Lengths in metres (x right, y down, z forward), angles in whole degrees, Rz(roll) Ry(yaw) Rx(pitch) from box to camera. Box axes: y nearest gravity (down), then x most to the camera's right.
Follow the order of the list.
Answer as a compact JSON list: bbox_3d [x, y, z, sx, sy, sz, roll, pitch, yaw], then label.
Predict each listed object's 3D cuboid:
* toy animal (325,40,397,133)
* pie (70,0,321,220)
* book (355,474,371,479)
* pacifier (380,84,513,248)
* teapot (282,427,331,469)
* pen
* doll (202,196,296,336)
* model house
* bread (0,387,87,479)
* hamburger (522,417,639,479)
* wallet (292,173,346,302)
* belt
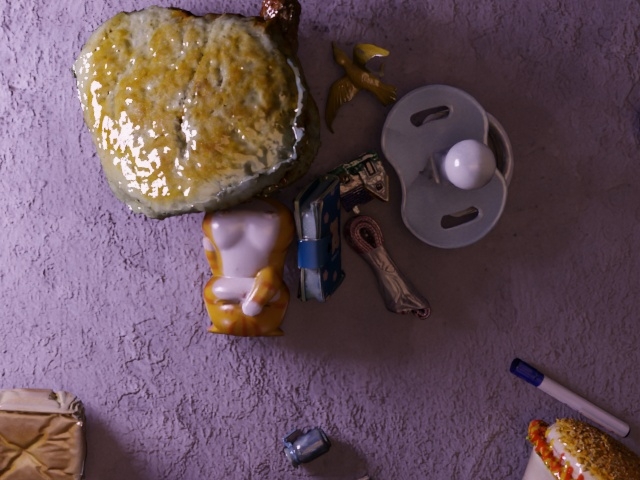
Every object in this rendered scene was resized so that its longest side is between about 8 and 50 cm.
[{"bbox_3d":[0.071,-0.301,1.756,0.095,0.155,0.219,5,138,-28],"label":"toy animal"},{"bbox_3d":[-0.215,-0.222,1.667,0.418,0.180,0.395,-9,75,4],"label":"pie"},{"bbox_3d":[0.057,0.604,1.845,0.191,0.025,0.269,-24,96,-6],"label":"book"},{"bbox_3d":[0.248,-0.134,1.709,0.244,0.233,0.299,-19,97,-8],"label":"pacifier"},{"bbox_3d":[-0.028,0.380,1.806,0.083,0.049,0.063,-29,97,-3],"label":"teapot"},{"bbox_3d":[0.482,0.305,1.870,0.269,0.033,0.033,31,90,-9],"label":"pen"},{"bbox_3d":[-0.129,0.045,1.711,0.167,0.162,0.269,6,96,6],"label":"doll"},{"bbox_3d":[0.075,-0.102,1.765,0.101,0.088,0.100,-26,95,-1],"label":"model house"},{"bbox_3d":[-0.518,0.360,1.719,0.210,0.110,0.192,1,100,-6],"label":"bread"},{"bbox_3d":[0.506,0.445,1.763,0.294,0.276,0.179,28,101,-12],"label":"hamburger"},{"bbox_3d":[0.001,0.000,1.712,0.059,0.141,0.202,8,116,21],"label":"wallet"},{"bbox_3d":[0.121,0.055,1.799,0.071,0.053,0.232,-36,97,-11],"label":"belt"}]
